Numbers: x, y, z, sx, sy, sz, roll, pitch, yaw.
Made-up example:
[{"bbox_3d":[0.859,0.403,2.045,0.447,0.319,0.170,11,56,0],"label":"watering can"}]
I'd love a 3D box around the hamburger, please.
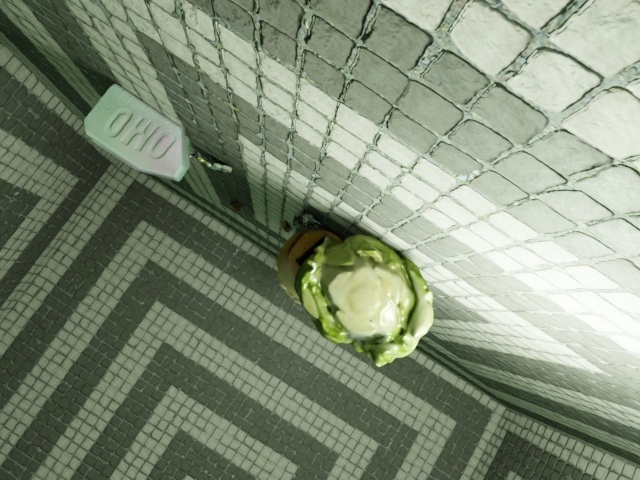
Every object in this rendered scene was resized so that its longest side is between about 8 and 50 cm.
[{"bbox_3d":[-0.020,0.100,1.639,0.302,0.302,0.170,33,157,-4],"label":"hamburger"}]

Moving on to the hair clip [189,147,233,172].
[{"bbox_3d":[-0.410,-0.296,1.667,0.172,0.049,0.116,25,-176,-5],"label":"hair clip"}]

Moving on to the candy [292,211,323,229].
[{"bbox_3d":[-0.046,-0.070,1.607,0.093,0.051,0.226,24,173,-10],"label":"candy"}]

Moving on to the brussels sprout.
[{"bbox_3d":[0.140,0.169,1.385,0.425,0.343,0.361,36,-173,10],"label":"brussels sprout"}]

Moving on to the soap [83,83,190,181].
[{"bbox_3d":[-0.618,-0.355,1.537,0.346,0.208,0.115,34,170,-6],"label":"soap"}]

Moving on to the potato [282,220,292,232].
[{"bbox_3d":[-0.162,-0.064,2.004,0.036,0.037,0.093,34,171,19],"label":"potato"}]

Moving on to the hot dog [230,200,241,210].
[{"bbox_3d":[-0.439,-0.182,2.283,0.058,0.035,0.083,42,167,-26],"label":"hot dog"}]
